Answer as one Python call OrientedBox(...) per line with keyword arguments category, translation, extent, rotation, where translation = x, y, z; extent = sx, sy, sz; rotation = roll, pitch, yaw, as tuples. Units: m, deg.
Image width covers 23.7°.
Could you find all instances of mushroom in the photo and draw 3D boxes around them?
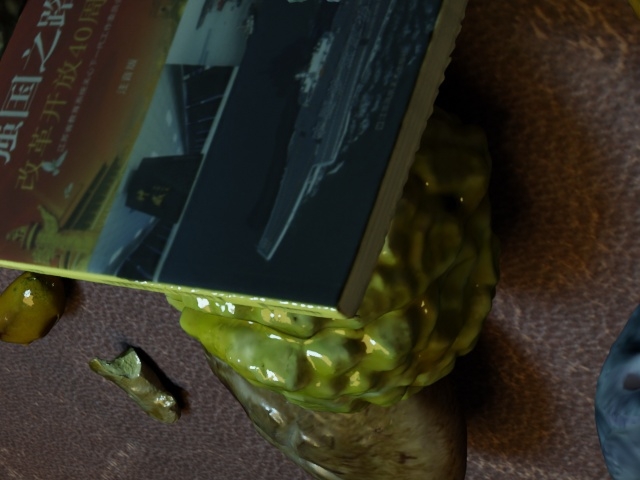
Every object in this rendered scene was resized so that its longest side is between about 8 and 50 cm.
OrientedBox(category="mushroom", translation=(0.008, 0.122, 1.292), extent=(0.278, 0.146, 0.278), rotation=(33, 154, 18))

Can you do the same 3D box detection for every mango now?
OrientedBox(category="mango", translation=(-0.305, 0.069, 1.604), extent=(0.063, 0.077, 0.127), rotation=(56, 138, 11))

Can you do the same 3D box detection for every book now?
OrientedBox(category="book", translation=(-0.084, -0.093, 0.962), extent=(0.374, 0.263, 0.028), rotation=(7, 161, 40))

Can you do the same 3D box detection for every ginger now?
OrientedBox(category="ginger", translation=(-0.194, 0.155, 1.655), extent=(0.057, 0.044, 0.137), rotation=(-28, 123, 26))

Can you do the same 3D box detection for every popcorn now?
OrientedBox(category="popcorn", translation=(0.000, 0.000, 1.047), extent=(0.270, 0.224, 0.258), rotation=(30, 166, -14))

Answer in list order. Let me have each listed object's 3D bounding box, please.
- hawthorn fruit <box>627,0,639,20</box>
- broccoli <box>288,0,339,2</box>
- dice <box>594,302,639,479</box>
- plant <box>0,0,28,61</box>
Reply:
OrientedBox(category="hawthorn fruit", translation=(0.248, -0.145, 0.417), extent=(0.402, 0.403, 0.403), rotation=(25, 149, 16))
OrientedBox(category="broccoli", translation=(-0.061, -0.262, 0.825), extent=(0.304, 0.165, 0.145), rotation=(41, 161, 18))
OrientedBox(category="dice", translation=(0.294, 0.104, 0.935), extent=(0.182, 0.183, 0.181), rotation=(47, 150, -20))
OrientedBox(category="plant", translation=(-0.300, -0.127, 1.169), extent=(0.188, 0.199, 0.276), rotation=(48, 155, 35))
